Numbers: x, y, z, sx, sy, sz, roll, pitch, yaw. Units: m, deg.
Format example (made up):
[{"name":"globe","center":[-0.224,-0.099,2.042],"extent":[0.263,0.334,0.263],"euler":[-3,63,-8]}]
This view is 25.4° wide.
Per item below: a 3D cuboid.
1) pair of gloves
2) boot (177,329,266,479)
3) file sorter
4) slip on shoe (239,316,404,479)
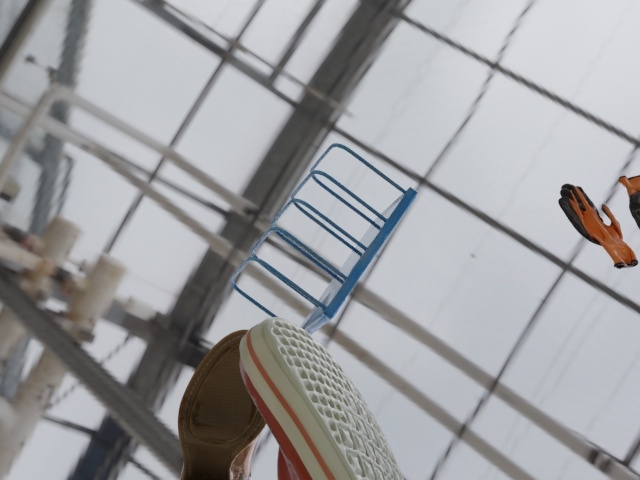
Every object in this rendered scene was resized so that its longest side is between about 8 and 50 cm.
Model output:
[{"name":"pair of gloves","center":[0.194,-0.012,0.900],"extent":[0.074,0.083,0.010],"euler":[60,-38,35]},{"name":"boot","center":[-0.082,0.163,1.232],"extent":[0.073,0.152,0.197],"euler":[18,-85,3]},{"name":"file sorter","center":[0.000,0.000,1.479],"extent":[0.170,0.104,0.118],"euler":[-54,-176,-24]},{"name":"slip on shoe","center":[0.016,0.204,0.855],"extent":[0.101,0.123,0.331],"euler":[-20,-79,11]}]
